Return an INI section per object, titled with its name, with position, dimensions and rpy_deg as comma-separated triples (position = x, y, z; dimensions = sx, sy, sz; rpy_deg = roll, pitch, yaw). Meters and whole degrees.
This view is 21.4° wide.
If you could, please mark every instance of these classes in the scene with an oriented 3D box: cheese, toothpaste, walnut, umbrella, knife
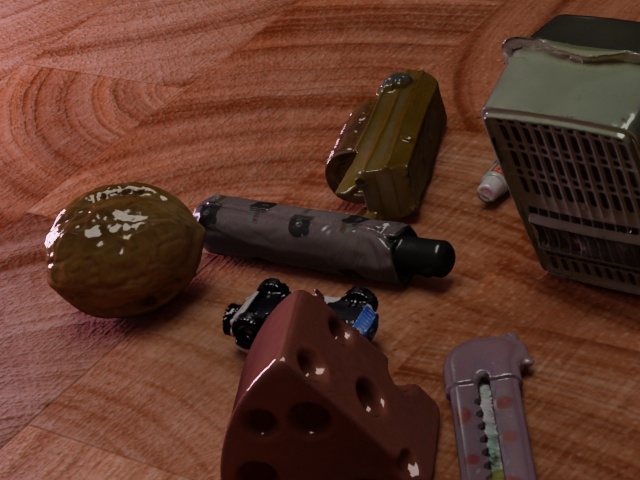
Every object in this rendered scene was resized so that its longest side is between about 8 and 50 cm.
[cheese]
position = -0.018, 0.174, 1.621
dimensions = 0.177, 0.203, 0.128
rpy_deg = -35, 26, 29
[toothpaste]
position = 0.241, -0.106, 2.030
dimensions = 0.052, 0.033, 0.218
rpy_deg = 9, 34, 27
[walnut]
position = -0.219, 0.010, 1.920
dimensions = 0.184, 0.155, 0.155
rpy_deg = -10, 32, 3
[umbrella]
position = 0.000, 0.000, 1.917
dimensions = 0.337, 0.073, 0.067
rpy_deg = 9, 58, 32
[knife]
position = 0.160, 0.205, 1.557
dimensions = 0.132, 0.038, 0.398
rpy_deg = -7, 31, 4

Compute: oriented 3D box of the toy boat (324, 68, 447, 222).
[toy boat]
position = 0.076, -0.114, 2.050
dimensions = 0.115, 0.089, 0.310
rpy_deg = -6, 33, 18

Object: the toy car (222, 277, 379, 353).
[toy car]
position = -0.022, 0.092, 1.781
dimensions = 0.170, 0.070, 0.080
rpy_deg = 4, 36, 25

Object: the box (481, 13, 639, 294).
[box]
position = 0.304, -0.085, 1.728
dimensions = 0.220, 0.290, 0.166
rpy_deg = 15, 56, 38
